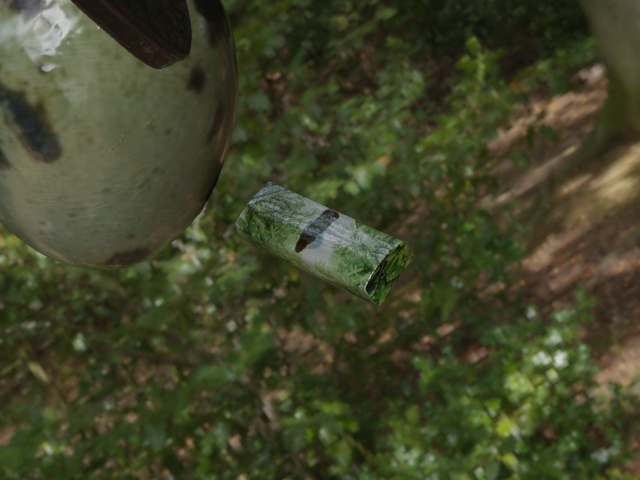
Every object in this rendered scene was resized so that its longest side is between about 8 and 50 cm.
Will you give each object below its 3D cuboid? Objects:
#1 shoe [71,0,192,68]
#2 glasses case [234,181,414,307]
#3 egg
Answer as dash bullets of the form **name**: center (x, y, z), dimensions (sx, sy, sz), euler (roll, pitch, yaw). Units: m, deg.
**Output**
- **shoe**: center (-0.112, -0.120, 0.486), dimensions (0.049, 0.071, 0.179), euler (-18, -30, 17)
- **glasses case**: center (0.000, 0.000, 1.803), dimensions (0.272, 0.062, 0.095), euler (24, 75, 39)
- **egg**: center (-0.261, -0.171, 1.443), dimensions (0.344, 0.428, 0.345), euler (-9, 20, 3)
